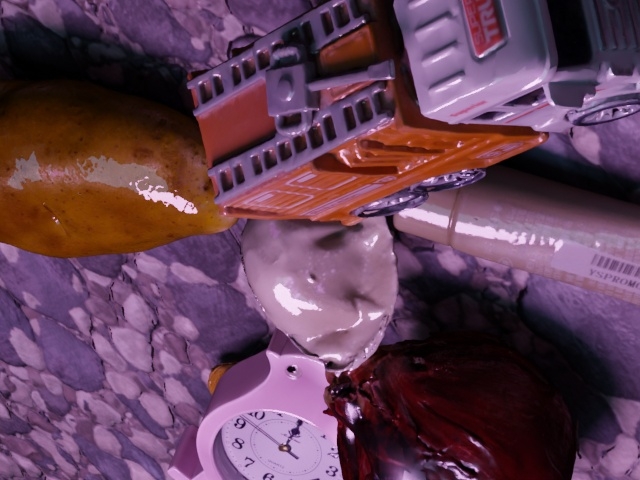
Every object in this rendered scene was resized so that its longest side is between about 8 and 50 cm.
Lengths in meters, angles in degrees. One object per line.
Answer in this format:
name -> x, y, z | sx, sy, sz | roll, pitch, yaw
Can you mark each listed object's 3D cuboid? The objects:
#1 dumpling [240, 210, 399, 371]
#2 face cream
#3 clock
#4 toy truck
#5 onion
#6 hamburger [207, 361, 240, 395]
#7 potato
dumpling -> 0.000, 0.000, 1.753 | 0.172, 0.142, 0.247 | -50, 53, 30
face cream -> 0.236, 0.000, 1.658 | 0.341, 0.084, 0.137 | 17, 139, 12
clock -> 0.015, 0.226, 2.003 | 0.290, 0.080, 0.275 | 29, 129, -5
toy truck -> 0.074, -0.134, 1.491 | 0.387, 0.207, 0.173 | -24, 76, 46
onion -> 0.125, 0.215, 1.829 | 0.281, 0.221, 0.281 | 12, 143, 10
hamburger -> -0.084, 0.166, 2.075 | 0.083, 0.044, 0.076 | 0, 128, 40
potato -> -0.247, -0.070, 1.884 | 0.369, 0.176, 0.195 | 5, 104, 28
